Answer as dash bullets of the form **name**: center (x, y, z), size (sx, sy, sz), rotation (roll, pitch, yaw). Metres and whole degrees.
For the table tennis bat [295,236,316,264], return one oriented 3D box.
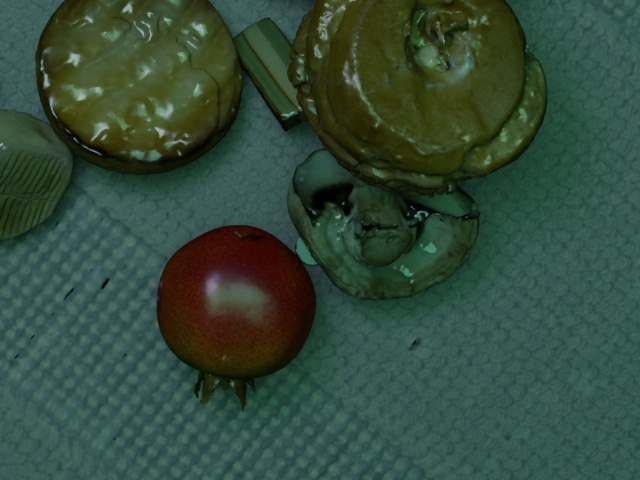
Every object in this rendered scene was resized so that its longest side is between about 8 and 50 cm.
- **table tennis bat**: center (0.000, 0.000, 1.954), size (0.083, 0.007, 0.050), rotation (-41, 88, 0)

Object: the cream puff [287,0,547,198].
- **cream puff**: center (0.123, -0.221, 1.797), size (0.342, 0.231, 0.327), rotation (16, 77, -17)

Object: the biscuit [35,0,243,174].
- **biscuit**: center (-0.258, -0.234, 1.898), size (0.296, 0.102, 0.296), rotation (3, 78, -13)

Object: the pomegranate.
- **pomegranate**: center (-0.121, 0.106, 1.853), size (0.220, 0.221, 0.257), rotation (13, 98, 0)

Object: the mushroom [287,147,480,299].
- **mushroom**: center (0.072, -0.017, 1.876), size (0.267, 0.190, 0.164), rotation (-4, 129, -26)

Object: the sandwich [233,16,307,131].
- **sandwich**: center (-0.063, -0.248, 1.910), size (0.079, 0.113, 0.163), rotation (-32, 88, -2)

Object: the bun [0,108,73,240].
- **bun**: center (-0.454, -0.095, 1.885), size (0.128, 0.178, 0.193), rotation (51, 122, 38)
